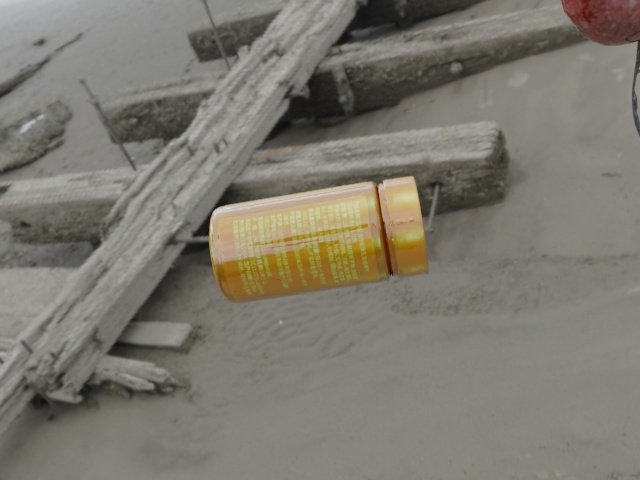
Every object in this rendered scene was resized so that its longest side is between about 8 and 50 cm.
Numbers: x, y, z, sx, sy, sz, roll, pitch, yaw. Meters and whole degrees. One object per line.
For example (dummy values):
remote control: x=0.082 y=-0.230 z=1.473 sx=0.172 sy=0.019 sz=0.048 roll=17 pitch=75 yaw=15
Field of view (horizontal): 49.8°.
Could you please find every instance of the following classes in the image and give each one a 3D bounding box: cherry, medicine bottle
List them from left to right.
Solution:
medicine bottle: x=0.000 y=0.000 z=0.647 sx=0.191 sy=0.096 sz=0.096 roll=-9 pitch=39 yaw=5
cherry: x=0.261 y=-0.172 z=0.539 sx=0.107 sy=0.225 sz=0.090 roll=-34 pitch=20 yaw=5
